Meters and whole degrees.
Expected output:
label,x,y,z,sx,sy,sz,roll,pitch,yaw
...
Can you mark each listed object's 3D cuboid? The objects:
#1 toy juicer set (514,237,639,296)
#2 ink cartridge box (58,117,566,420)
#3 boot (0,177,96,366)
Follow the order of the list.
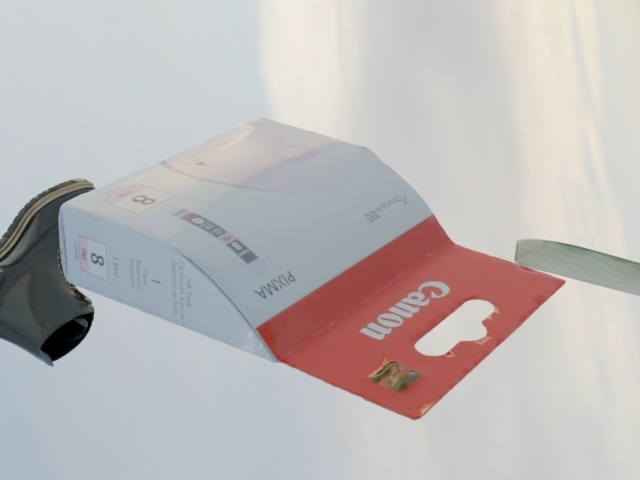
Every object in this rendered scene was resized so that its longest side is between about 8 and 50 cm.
label,x,y,z,sx,sy,sz,roll,pitch,yaw
toy juicer set,0.269,-0.041,0.441,0.209,0.329,0.089,28,-131,-24
ink cartridge box,0.000,0.000,0.607,0.189,0.232,0.066,-31,-53,-49
boot,-0.240,0.032,0.998,0.198,0.137,0.077,-51,-30,-32
